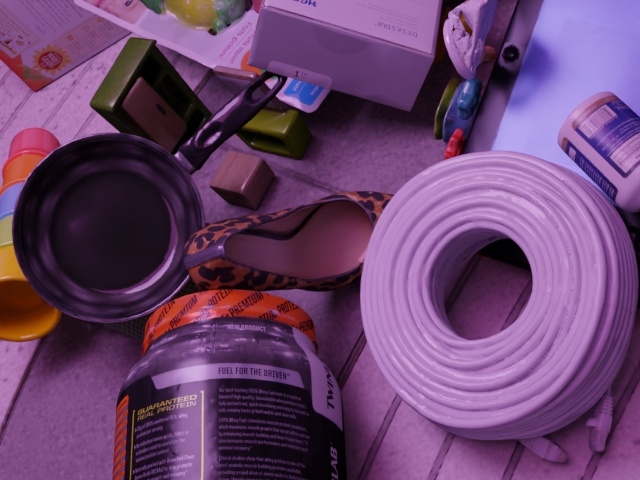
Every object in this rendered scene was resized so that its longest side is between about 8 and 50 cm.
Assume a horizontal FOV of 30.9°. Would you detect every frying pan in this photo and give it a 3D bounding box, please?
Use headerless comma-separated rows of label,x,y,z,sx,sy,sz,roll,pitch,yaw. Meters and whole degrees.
frying pan,-0.189,-0.070,1.205,0.197,0.053,0.326,25,81,2

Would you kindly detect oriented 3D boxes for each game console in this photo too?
game console,0.314,-0.132,1.046,0.342,0.060,0.386,20,90,36

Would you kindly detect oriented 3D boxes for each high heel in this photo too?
high heel,0.000,0.000,1.100,0.261,0.186,0.093,-15,86,-7

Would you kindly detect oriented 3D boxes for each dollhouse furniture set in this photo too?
dollhouse furniture set,-0.173,-0.047,1.264,0.198,0.151,0.301,16,70,35

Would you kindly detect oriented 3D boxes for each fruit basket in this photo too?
fruit basket,-0.068,-0.337,1.378,0.353,0.165,0.327,25,66,27

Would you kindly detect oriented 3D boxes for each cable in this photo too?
cable,0.150,0.047,1.025,0.257,0.089,0.257,14,88,35

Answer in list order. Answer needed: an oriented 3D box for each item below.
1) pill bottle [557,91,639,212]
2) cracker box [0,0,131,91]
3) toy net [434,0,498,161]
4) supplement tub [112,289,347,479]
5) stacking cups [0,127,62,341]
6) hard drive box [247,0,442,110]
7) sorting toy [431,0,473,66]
pill bottle,0.266,-0.067,0.994,0.067,0.067,0.120,-39,62,2
cracker box,-0.331,-0.315,1.514,0.232,0.155,0.067,-29,51,9
toy net,0.131,-0.149,1.118,0.045,0.232,0.122,20,64,16
supplement tub,-0.079,0.226,1.008,0.207,0.207,0.338,-15,55,20
stacking cups,-0.349,-0.022,1.350,0.096,0.096,0.316,-28,39,11
hard drive box,0.036,-0.271,1.230,0.181,0.089,0.232,16,53,-5
sorting toy,0.188,-0.344,1.254,0.229,0.041,0.307,-23,41,62
